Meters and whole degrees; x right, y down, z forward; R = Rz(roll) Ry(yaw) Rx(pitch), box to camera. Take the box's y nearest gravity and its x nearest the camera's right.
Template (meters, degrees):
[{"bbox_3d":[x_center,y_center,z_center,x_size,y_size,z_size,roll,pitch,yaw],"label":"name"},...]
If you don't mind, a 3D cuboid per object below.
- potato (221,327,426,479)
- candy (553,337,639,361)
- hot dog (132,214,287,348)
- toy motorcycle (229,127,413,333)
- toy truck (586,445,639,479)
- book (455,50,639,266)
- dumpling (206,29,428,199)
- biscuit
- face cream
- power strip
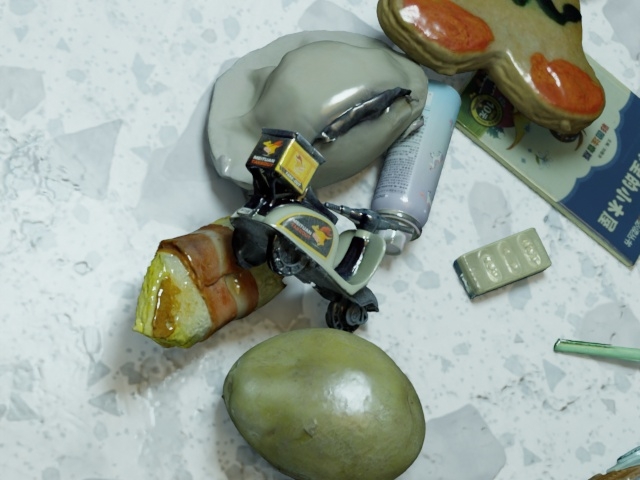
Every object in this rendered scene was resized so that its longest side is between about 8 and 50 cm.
[{"bbox_3d":[0.005,0.189,1.793,0.235,0.160,0.178,12,28,-2],"label":"potato"},{"bbox_3d":[0.458,0.154,2.036,0.336,0.093,0.092,7,26,-10],"label":"candy"},{"bbox_3d":[-0.137,0.048,1.815,0.262,0.093,0.123,-23,104,-48],"label":"hot dog"},{"bbox_3d":[0.000,0.000,1.827,0.263,0.091,0.157,41,70,-42],"label":"toy motorcycle"},{"bbox_3d":[0.353,0.334,1.868,0.305,0.162,0.136,-25,81,-27],"label":"toy truck"},{"bbox_3d":[0.341,-0.144,2.118,0.322,0.018,0.228,38,63,-5],"label":"book"},{"bbox_3d":[-0.005,-0.171,1.917,0.293,0.163,0.204,-26,86,-16],"label":"dumpling"},{"bbox_3d":[0.229,-0.355,2.067,0.368,0.076,0.394,25,52,-17],"label":"biscuit"},{"bbox_3d":[0.113,-0.088,1.978,0.075,0.075,0.229,24,65,-12],"label":"face cream"},{"bbox_3d":[0.229,0.029,2.003,0.123,0.032,0.056,-20,78,-25],"label":"power strip"}]
